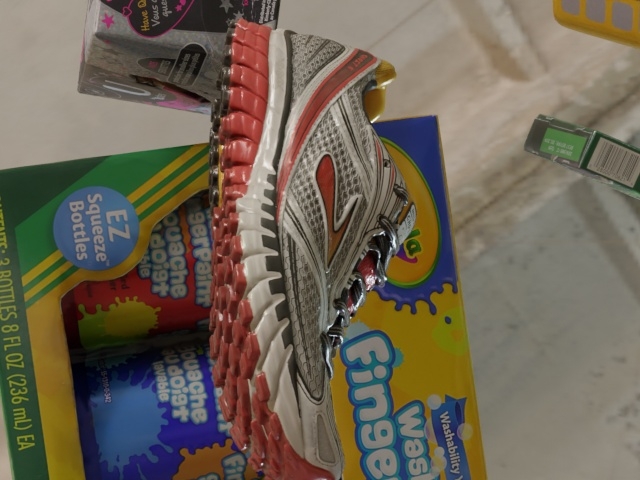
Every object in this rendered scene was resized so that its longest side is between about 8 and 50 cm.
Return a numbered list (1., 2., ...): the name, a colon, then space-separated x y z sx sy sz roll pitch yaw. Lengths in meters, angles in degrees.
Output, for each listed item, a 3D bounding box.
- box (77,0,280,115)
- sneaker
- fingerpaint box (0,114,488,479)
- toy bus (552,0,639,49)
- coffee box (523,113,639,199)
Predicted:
1. box: -0.115 -0.202 1.293 0.142 0.247 0.163 10 -96 -9
2. sneaker: 0.000 0.000 0.694 0.093 0.088 0.225 4 -118 -9
3. fingerpaint box: -0.067 0.141 1.297 0.371 0.163 0.444 -7 -89 -10
4. toy bus: 0.357 -0.224 1.420 0.108 0.333 0.130 -19 -61 -33
5. coffee box: 0.288 -0.059 1.447 0.184 0.113 0.040 20 -85 -23
